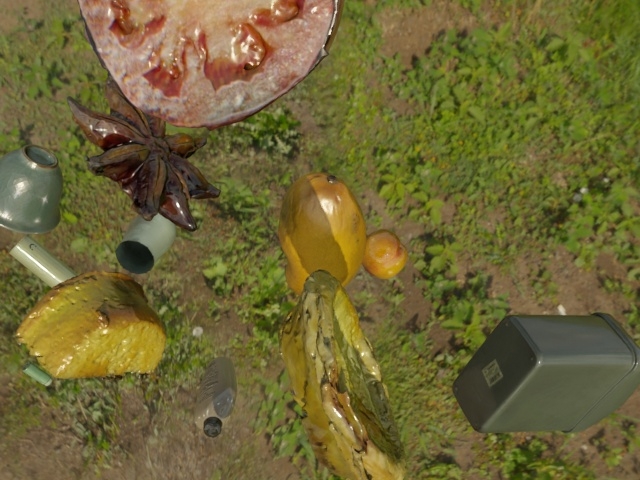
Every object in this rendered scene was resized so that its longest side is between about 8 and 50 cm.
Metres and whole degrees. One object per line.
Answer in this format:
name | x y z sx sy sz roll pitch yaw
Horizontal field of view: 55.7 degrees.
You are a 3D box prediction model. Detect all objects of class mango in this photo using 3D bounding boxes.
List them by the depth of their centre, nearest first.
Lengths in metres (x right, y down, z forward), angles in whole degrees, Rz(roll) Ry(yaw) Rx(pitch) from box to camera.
mango | 0.004 0.002 1.264 0.186 0.360 0.144 13 49 14

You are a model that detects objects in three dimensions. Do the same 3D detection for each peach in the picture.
peach | 0.175 0.039 1.672 0.138 0.138 0.138 5 62 -10

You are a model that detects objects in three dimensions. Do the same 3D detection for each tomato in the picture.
tomato | -0.080 -0.197 0.480 0.224 0.085 0.225 3 100 15

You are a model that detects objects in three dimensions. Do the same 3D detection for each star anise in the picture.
star anise | -0.265 -0.118 0.901 0.272 0.102 0.272 39 33 -31

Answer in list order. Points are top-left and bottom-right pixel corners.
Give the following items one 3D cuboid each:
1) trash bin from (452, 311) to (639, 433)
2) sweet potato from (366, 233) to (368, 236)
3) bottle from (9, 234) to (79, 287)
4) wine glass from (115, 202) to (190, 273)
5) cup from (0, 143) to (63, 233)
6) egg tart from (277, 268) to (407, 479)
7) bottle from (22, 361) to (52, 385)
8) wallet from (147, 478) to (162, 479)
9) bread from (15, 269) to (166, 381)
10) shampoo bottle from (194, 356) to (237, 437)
trash bin | 0.319 0.183 0.827 0.236 0.177 0.101 6 40 -28
sweet potato | 0.032 0.050 1.784 0.251 0.097 0.097 -26 64 21
bottle | -0.739 0.074 1.647 0.201 0.072 0.072 44 59 -17
wine glass | -0.337 -0.020 1.227 0.092 0.093 0.202 19 35 -2
cup | -0.656 -0.133 1.362 0.199 0.150 0.199 32 25 -17
egg tart | 0.019 0.166 0.693 0.094 0.279 0.279 -21 66 8
bottle | -0.768 0.364 1.647 0.083 0.030 0.030 51 53 -34
wallet | -0.226 0.480 1.021 0.031 0.183 0.124 -37 29 -1
bread | -0.369 0.140 1.047 0.160 0.260 0.147 42 99 28
shampoo bottle | -0.260 0.391 1.513 0.127 0.257 0.078 -35 110 11
